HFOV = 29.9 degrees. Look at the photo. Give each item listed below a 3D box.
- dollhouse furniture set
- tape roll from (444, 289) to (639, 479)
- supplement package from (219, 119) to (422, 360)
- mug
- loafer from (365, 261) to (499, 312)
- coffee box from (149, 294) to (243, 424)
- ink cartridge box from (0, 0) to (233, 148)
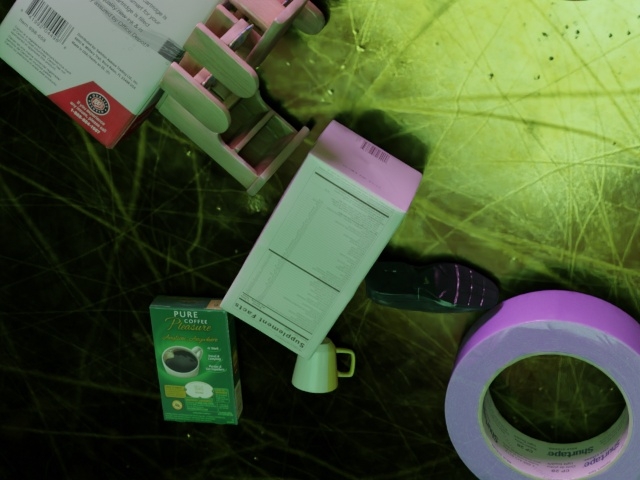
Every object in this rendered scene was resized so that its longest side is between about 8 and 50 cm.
[{"bbox_3d":[-0.064,-0.188,1.383,0.161,0.212,0.242,41,143,-4],"label":"dollhouse furniture set"},{"bbox_3d":[0.300,0.204,1.523,0.275,0.090,0.274,5,113,12],"label":"tape roll"},{"bbox_3d":[0.000,0.000,1.484,0.139,0.134,0.244,32,117,-1],"label":"supplement package"},{"bbox_3d":[0.000,0.161,1.607,0.062,0.078,0.064,19,112,42],"label":"mug"},{"bbox_3d":[0.141,0.064,1.528,0.170,0.062,0.061,10,154,3],"label":"loafer"},{"bbox_3d":[-0.169,0.165,1.653,0.113,0.040,0.184,1,114,14],"label":"coffee box"},{"bbox_3d":[-0.234,-0.280,1.432,0.197,0.114,0.273,41,117,-4],"label":"ink cartridge box"}]
